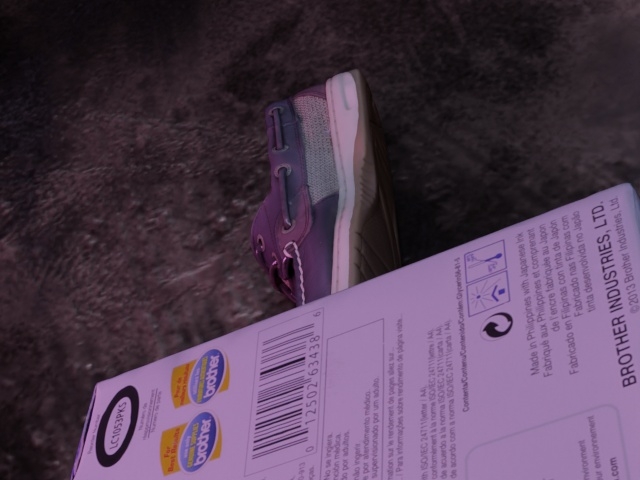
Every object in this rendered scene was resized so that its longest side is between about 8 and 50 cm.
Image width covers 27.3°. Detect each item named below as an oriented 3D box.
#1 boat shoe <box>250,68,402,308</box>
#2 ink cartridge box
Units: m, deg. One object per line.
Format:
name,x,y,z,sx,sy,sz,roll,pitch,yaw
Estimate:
boat shoe,0.000,0.000,0.883,0.092,0.103,0.285,-14,48,15
ink cartridge box,0.011,0.165,0.653,0.395,0.151,0.270,-20,36,19
